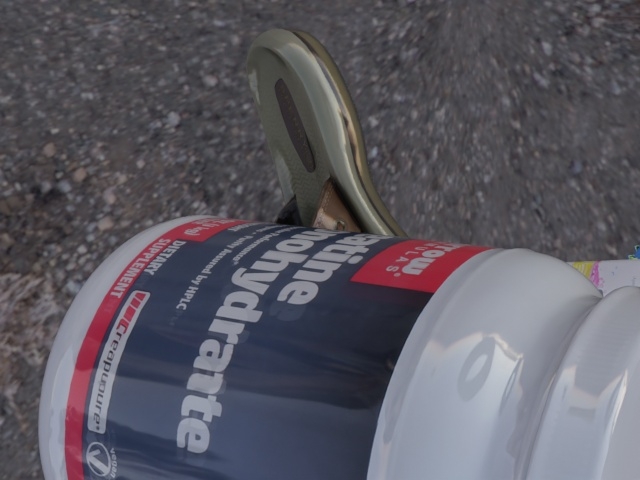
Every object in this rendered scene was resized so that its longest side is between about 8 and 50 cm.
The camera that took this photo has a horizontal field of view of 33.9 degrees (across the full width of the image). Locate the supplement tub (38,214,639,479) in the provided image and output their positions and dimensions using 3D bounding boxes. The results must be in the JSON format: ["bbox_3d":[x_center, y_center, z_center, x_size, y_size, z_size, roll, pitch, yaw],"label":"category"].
[{"bbox_3d":[0.024,0.092,0.484,0.272,0.191,0.191,6,106,35],"label":"supplement tub"}]

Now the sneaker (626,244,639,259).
[{"bbox_3d":[0.394,0.052,1.296,0.126,0.091,0.240,1,104,5],"label":"sneaker"}]

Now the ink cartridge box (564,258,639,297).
[{"bbox_3d":[0.280,0.093,1.022,0.353,0.207,0.119,-4,77,43],"label":"ink cartridge box"}]

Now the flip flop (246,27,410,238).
[{"bbox_3d":[0.000,0.000,0.654,0.080,0.112,0.277,-17,85,-31],"label":"flip flop"}]
